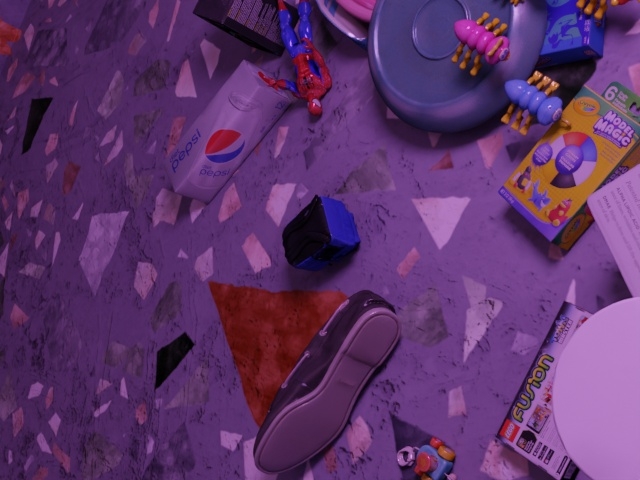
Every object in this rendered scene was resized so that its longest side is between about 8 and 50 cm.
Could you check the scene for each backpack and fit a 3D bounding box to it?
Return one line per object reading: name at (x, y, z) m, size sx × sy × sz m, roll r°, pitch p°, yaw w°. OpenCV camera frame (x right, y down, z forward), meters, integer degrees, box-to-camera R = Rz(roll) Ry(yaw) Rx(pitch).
backpack at (0.000, 0.000, 1.526) m, size 0.120 × 0.101 × 0.098 m, roll -36°, pitch 50°, yaw 35°

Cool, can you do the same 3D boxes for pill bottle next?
pill bottle at (0.391, 0.174, 0.880) m, size 0.210 × 0.363 × 0.210 m, roll -19°, pitch 62°, yaw 39°

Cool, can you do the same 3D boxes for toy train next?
toy train at (0.145, 0.363, 1.283) m, size 0.125 × 0.046 × 0.166 m, roll -29°, pitch 56°, yaw 34°

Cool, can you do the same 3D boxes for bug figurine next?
bug figurine at (0.304, -0.297, 1.256) m, size 0.216 × 0.072 × 0.279 m, roll 33°, pitch 96°, yaw 17°

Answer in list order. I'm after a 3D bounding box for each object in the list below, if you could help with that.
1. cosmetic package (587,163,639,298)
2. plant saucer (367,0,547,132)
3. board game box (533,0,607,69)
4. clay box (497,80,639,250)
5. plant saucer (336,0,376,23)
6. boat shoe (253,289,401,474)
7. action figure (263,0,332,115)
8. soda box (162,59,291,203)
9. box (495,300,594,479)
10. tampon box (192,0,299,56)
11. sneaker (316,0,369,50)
cosmetic package at (0.445, -0.018, 1.055) m, size 0.184 × 0.151 × 0.151 m, roll -36°, pitch 52°, yaw 29°
plant saucer at (0.192, -0.326, 1.400) m, size 0.318 × 0.044 × 0.317 m, roll -3°, pitch 85°, yaw 39°
board game box at (0.325, -0.339, 1.371) m, size 0.210 × 0.047 × 0.160 m, roll -5°, pitch 73°, yaw 44°
clay box at (0.360, -0.112, 1.246) m, size 0.222 × 0.053 × 0.127 m, roll -54°, pitch 45°, yaw 16°
plant saucer at (0.157, -0.517, 1.543) m, size 0.332 × 0.084 × 0.332 m, roll -6°, pitch 79°, yaw 32°
boat shoe at (0.005, 0.224, 1.443) m, size 0.335 × 0.112 × 0.095 m, roll -53°, pitch 28°, yaw 9°
action figure at (-0.052, -0.365, 1.662) m, size 0.091 × 0.139 × 0.280 m, roll -18°, pitch 81°, yaw 21°
soda box at (-0.189, -0.211, 1.801) m, size 0.286 × 0.091 × 0.098 m, roll -47°, pitch 48°, yaw 22°
box at (0.322, 0.194, 1.179) m, size 0.114 × 0.036 × 0.207 m, roll 32°, pitch 98°, yaw 46°
tampon box at (-0.145, -0.452, 1.799) m, size 0.120 × 0.161 × 0.101 m, roll 30°, pitch 97°, yaw 46°
sneaker at (0.051, -0.438, 1.656) m, size 0.092 × 0.087 × 0.228 m, roll -39°, pitch 54°, yaw 18°
